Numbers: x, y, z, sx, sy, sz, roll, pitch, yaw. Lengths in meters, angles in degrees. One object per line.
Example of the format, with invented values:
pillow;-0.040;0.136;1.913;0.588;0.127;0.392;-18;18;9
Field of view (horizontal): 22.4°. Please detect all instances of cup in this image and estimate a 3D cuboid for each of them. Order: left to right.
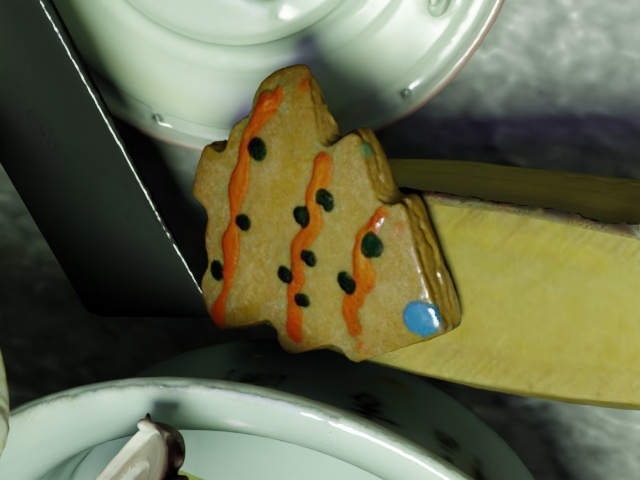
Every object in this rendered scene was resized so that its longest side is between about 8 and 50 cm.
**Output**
cup;-0.019;0.185;0.739;0.347;0.163;0.347;5;113;13

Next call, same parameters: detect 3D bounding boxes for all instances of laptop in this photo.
laptop;-0.118;-0.052;0.708;0.135;0.016;0.197;-1;120;58

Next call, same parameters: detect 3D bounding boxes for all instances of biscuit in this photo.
biscuit;0.000;0.000;0.625;0.130;0.019;0.119;30;120;29

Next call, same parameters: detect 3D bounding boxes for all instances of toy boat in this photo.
toy boat;0.096;0.014;0.641;0.321;0.121;0.089;7;101;38

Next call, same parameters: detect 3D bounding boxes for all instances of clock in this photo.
clock;-0.033;-0.150;0.662;0.244;0.056;0.244;6;113;14

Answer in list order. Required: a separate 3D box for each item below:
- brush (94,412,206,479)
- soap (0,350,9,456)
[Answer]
brush;-0.124;0.192;0.648;0.067;0.072;0.313;33;119;-15
soap;-0.283;0.075;0.692;0.156;0.293;0.335;17;124;-33
